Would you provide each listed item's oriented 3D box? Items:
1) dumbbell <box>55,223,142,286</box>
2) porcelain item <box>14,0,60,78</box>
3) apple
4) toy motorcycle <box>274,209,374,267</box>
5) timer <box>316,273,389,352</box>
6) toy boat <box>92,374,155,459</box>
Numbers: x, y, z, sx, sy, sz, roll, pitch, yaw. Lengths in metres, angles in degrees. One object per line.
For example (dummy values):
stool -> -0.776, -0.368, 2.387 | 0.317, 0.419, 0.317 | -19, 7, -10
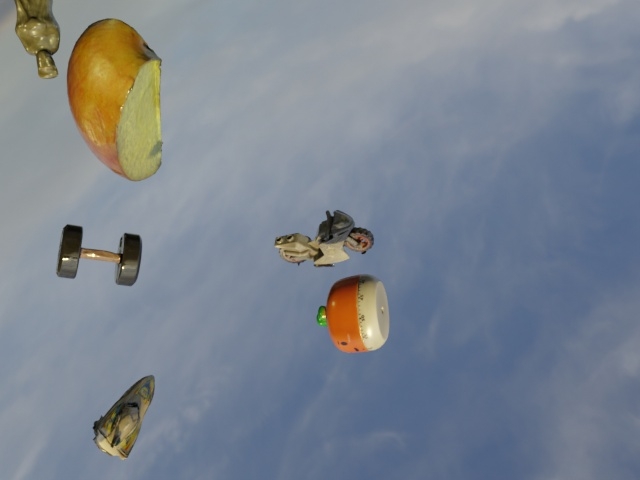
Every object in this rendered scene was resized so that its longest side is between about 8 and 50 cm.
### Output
dumbbell -> -0.625, 0.043, 1.977 | 0.152, 0.218, 0.153 | -171, -90, -69
porcelain item -> -0.521, -0.397, 1.282 | 0.081, 0.216, 0.069 | -7, 170, -24
apple -> -0.401, -0.260, 1.383 | 0.179, 0.346, 0.254 | -8, -122, -16
toy motorcycle -> 0.000, 0.000, 1.468 | 0.215, 0.122, 0.080 | -11, -133, 22
timer -> 0.050, 0.125, 1.186 | 0.136, 0.099, 0.136 | -7, -113, 16
toy boat -> -0.379, 0.337, 1.385 | 0.066, 0.084, 0.210 | -31, -161, 29
